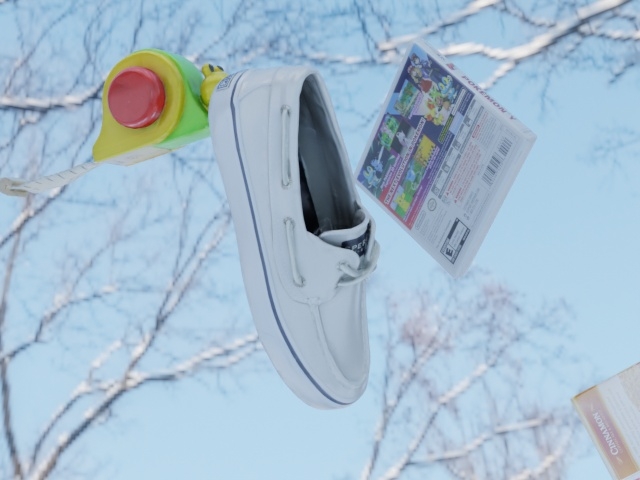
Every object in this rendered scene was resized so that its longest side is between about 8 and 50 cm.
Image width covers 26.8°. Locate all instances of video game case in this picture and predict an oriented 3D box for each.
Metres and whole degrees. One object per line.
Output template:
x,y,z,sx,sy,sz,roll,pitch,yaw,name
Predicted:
0.130,-0.089,1.473,0.023,0.183,0.201,-19,-37,-41,video game case

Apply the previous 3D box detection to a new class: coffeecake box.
0.339,0.160,1.189,0.185,0.142,0.068,-31,-16,18,coffeecake box

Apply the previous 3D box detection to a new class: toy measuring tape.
-0.240,-0.143,1.542,0.330,0.121,0.121,-16,-46,26,toy measuring tape

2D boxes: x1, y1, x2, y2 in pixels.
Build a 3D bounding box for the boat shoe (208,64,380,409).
0.000,0.000,0.988,0.088,0.096,0.268,-6,-78,37,boat shoe
